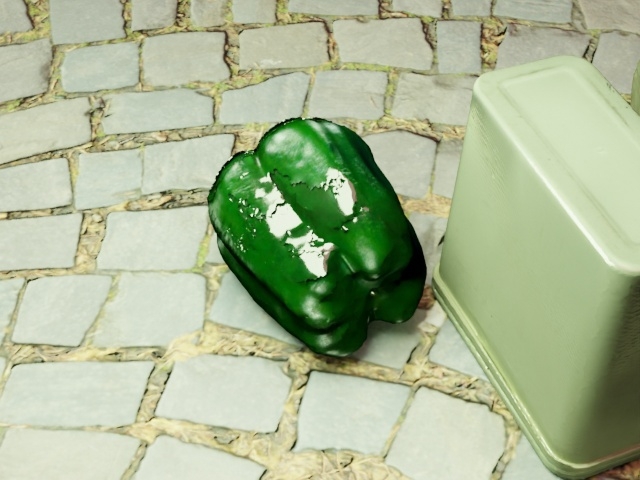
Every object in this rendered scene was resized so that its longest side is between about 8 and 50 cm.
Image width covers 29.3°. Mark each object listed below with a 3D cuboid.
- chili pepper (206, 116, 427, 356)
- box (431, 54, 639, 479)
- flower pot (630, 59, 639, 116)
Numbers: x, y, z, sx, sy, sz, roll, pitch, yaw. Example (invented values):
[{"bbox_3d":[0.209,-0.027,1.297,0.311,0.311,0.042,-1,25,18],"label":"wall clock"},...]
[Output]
[{"bbox_3d":[0.000,0.000,1.503,0.233,0.248,0.256,-36,58,3],"label":"chili pepper"},{"bbox_3d":[0.286,0.025,1.397,0.178,0.343,0.352,-15,48,-17],"label":"box"},{"bbox_3d":[0.606,-0.166,1.645,0.330,0.293,0.293,-11,47,-1],"label":"flower pot"}]
